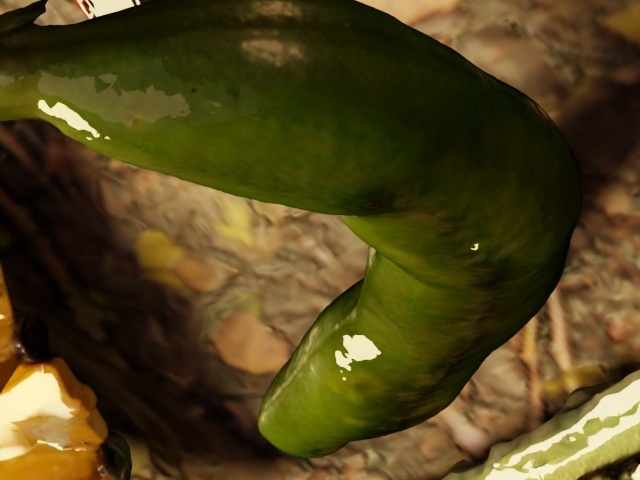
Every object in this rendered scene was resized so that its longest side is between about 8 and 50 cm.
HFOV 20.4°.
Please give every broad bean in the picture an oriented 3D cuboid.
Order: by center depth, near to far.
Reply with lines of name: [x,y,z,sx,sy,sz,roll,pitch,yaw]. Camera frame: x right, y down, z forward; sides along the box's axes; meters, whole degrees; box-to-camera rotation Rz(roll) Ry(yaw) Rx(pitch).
broad bean: [0.000,0.000,0.467,0.144,0.049,0.292,-12,157,17]

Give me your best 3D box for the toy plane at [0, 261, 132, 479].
toy plane: [-0.206,0.085,0.641,0.316,0.103,0.204,-10,121,33]

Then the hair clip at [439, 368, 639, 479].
hair clip: [0.055,0.148,0.607,0.321,0.138,0.091,-31,157,34]

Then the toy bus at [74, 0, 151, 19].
toy bus: [0.024,-0.108,0.412,0.195,0.089,0.081,-10,124,25]
